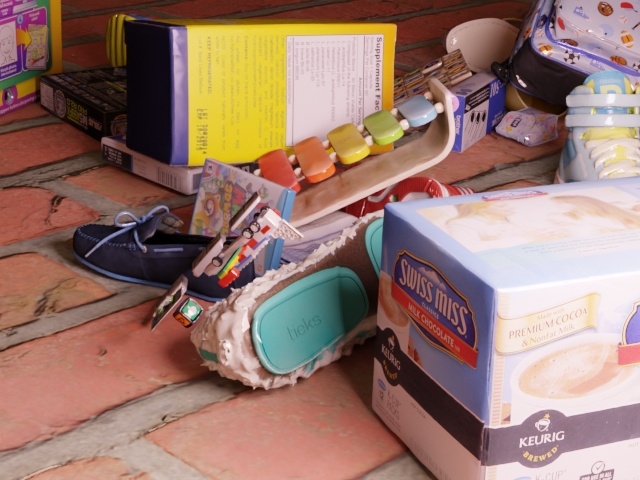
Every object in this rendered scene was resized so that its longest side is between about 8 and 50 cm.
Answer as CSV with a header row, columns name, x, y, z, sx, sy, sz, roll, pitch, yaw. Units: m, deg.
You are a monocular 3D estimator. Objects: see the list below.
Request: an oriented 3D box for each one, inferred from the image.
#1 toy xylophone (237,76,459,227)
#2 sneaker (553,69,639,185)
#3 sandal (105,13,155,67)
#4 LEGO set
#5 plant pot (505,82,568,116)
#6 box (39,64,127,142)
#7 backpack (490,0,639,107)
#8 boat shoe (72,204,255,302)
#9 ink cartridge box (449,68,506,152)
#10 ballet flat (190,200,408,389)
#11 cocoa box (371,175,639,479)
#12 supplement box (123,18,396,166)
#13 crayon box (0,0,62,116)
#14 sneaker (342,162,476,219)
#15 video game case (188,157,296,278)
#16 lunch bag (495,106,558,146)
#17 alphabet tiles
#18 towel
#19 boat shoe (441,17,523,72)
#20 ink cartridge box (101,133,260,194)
name,x,y,z,sx,sy,sz,roll,pitch,yaw
toy xylophone,0.032,-0.117,1.727,0.323,0.081,0.236,-27,19,-7
sneaker,0.402,-0.118,1.770,0.127,0.208,0.319,0,22,-8
sandal,-0.287,-0.359,2.474,0.317,0.126,0.138,26,28,31
LEGO set,-0.107,0.035,1.381,0.060,0.182,0.244,42,1,-8
plant pot,0.376,-0.271,2.298,0.134,0.134,0.095,-10,-7,-27
box,-0.337,-0.242,2.235,0.216,0.060,0.270,-12,26,-33
backpack,0.463,-0.353,2.190,0.277,0.213,0.263,25,48,-8
boat shoe,-0.188,0.002,1.579,0.258,0.089,0.109,10,23,20
ink cartridge box,0.261,-0.224,2.180,0.046,0.097,0.207,12,24,24
ballet flat,0.020,0.053,1.426,0.147,0.147,0.409,21,29,40
cocoa box,0.252,0.083,1.215,0.347,0.228,0.231,-7,23,-21
supplement box,-0.088,-0.224,1.876,0.357,0.194,0.195,-5,14,-27
crayon box,-0.586,-0.374,2.204,0.106,0.313,0.363,10,23,20
sneaker,0.129,-0.051,1.796,0.128,0.087,0.221,13,4,-39
video game case,-0.103,-0.028,1.624,0.015,0.119,0.166,4,14,-46
lunch bag,0.350,-0.192,2.171,0.083,0.053,0.071,-21,28,-26
alphabet tiles,0.172,-0.274,2.298,0.198,0.009,0.237,-25,18,9
towel,0.000,0.000,1.678,0.209,0.034,0.285,-17,28,-41
boat shoe,0.382,-0.401,2.628,0.324,0.116,0.097,-4,17,-24
ink cartridge box,-0.194,-0.132,1.980,0.206,0.045,0.208,21,27,39
